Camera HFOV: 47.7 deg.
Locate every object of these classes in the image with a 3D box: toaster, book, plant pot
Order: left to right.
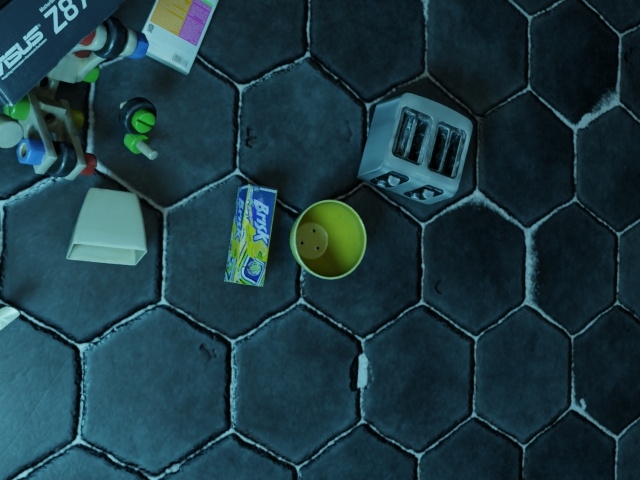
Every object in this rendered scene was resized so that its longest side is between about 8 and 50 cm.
[{"bbox_3d":[-0.331,-0.023,1.128,0.109,0.109,0.096,6,74,-23],"label":"plant pot"},{"bbox_3d":[-0.238,-0.365,1.211,0.096,0.035,0.144,25,80,-24],"label":"book"},{"bbox_3d":[0.000,0.000,1.267,0.134,0.095,0.134,1,88,-23],"label":"plant pot"},{"bbox_3d":[0.177,-0.174,1.340,0.168,0.110,0.186,19,81,-22],"label":"toaster"}]

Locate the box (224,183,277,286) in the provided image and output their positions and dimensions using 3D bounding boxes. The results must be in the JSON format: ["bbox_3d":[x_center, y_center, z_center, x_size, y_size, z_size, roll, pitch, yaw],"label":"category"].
[{"bbox_3d":[-0.119,-0.009,1.236,0.054,0.059,0.169,10,85,-25],"label":"box"}]

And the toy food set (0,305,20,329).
[{"bbox_3d":[-0.551,0.064,1.054,0.128,0.071,0.218,-44,104,7],"label":"toy food set"}]

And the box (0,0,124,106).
[{"bbox_3d":[-0.413,-0.314,0.919,0.318,0.394,0.097,-53,138,-28],"label":"box"}]

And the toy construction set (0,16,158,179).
[{"bbox_3d":[-0.423,-0.236,1.052,0.308,0.258,0.237,-26,54,-37],"label":"toy construction set"}]
